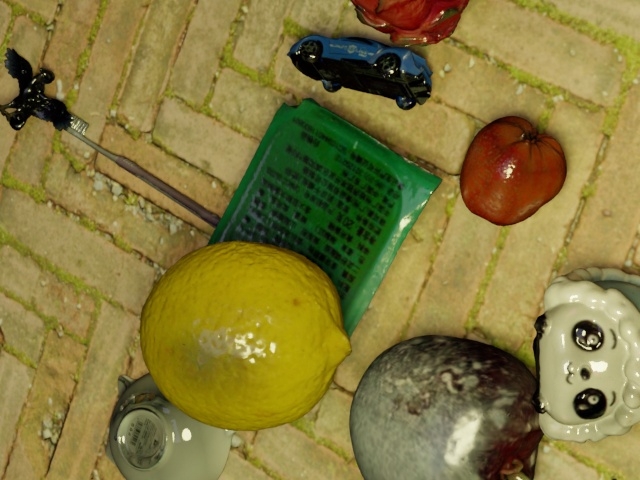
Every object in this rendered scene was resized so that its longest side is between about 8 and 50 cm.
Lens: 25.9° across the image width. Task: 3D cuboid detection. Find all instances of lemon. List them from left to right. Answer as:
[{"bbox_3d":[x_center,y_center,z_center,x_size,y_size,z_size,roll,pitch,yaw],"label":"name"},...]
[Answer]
[{"bbox_3d":[-0.097,0.120,1.770,0.267,0.267,0.267,-1,87,28],"label":"lemon"}]

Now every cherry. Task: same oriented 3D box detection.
[{"bbox_3d":[0.165,0.249,1.759,0.296,0.218,0.255,28,105,40],"label":"cherry"}]

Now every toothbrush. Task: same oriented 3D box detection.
[{"bbox_3d":[-0.277,-0.111,2.119,0.354,0.024,0.029,32,95,26],"label":"toothbrush"}]

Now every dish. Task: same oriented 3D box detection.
[{"bbox_3d":[-0.247,0.278,2.051,0.236,0.086,0.228,-43,69,20],"label":"dish"}]

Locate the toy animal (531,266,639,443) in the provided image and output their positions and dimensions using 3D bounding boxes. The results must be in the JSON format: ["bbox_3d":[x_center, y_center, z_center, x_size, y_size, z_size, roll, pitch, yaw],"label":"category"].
[{"bbox_3d":[0.353,0.142,1.670,0.156,0.204,0.208,5,98,32],"label":"toy animal"}]

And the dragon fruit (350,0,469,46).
[{"bbox_3d":[0.099,-0.370,1.815,0.193,0.192,0.274,-15,124,32],"label":"dragon fruit"}]

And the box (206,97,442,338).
[{"bbox_3d":[0.000,0.000,1.919,0.264,0.106,0.336,35,105,26],"label":"box"}]

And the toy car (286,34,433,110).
[{"bbox_3d":[0.056,-0.241,1.906,0.216,0.103,0.063,17,74,28],"label":"toy car"}]

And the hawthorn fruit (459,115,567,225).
[{"bbox_3d":[0.242,-0.082,1.779,0.133,0.133,0.138,44,125,23],"label":"hawthorn fruit"}]

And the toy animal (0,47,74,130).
[{"bbox_3d":[-0.461,-0.227,2.201,0.108,0.062,0.220,-44,58,-6],"label":"toy animal"}]

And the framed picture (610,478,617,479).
[{"bbox_3d":[0.368,0.405,1.749,0.128,0.023,0.168,-40,70,22],"label":"framed picture"}]
